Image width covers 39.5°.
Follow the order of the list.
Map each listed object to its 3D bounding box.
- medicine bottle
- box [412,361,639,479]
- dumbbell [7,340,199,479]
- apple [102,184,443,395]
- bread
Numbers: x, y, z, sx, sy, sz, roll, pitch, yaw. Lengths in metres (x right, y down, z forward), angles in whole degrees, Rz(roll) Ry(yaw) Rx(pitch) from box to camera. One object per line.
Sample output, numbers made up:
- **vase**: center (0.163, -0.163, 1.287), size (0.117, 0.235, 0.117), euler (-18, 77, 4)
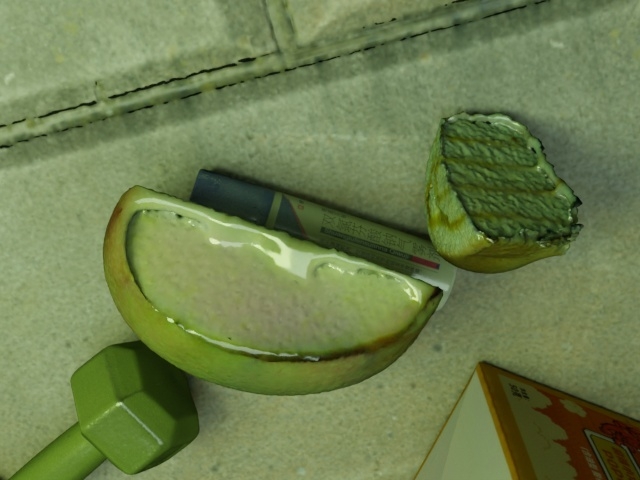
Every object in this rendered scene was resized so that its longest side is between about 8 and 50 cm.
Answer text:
- **medicine bottle**: center (0.000, 0.000, 0.759), size (0.231, 0.059, 0.059), euler (17, 110, -7)
- **box**: center (0.191, 0.304, 0.756), size (0.213, 0.283, 0.259), euler (22, 110, -9)
- **dumbbell**: center (-0.248, 0.216, 0.818), size (0.302, 0.121, 0.108), euler (-40, 76, 15)
- **apple**: center (-0.058, 0.067, 0.722), size (0.265, 0.120, 0.193), euler (19, 153, -4)
- **bread**: center (0.132, -0.017, 0.711), size (0.103, 0.156, 0.110), euler (6, 132, -12)
